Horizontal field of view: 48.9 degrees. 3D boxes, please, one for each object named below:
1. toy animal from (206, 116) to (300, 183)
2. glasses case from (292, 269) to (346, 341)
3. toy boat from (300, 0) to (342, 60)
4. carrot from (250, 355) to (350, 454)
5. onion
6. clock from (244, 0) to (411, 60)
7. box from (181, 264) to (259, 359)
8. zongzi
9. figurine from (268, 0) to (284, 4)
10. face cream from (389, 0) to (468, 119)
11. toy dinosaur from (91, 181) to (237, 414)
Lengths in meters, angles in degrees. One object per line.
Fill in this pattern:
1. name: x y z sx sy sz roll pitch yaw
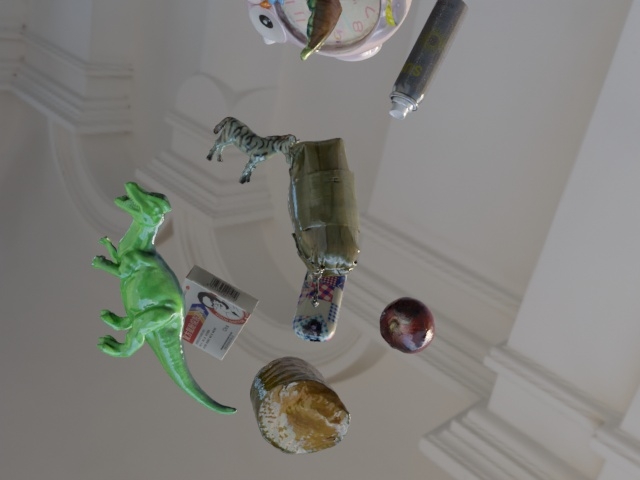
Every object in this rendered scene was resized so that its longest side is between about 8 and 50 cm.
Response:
1. toy animal: -0.191 -0.239 1.958 0.255 0.170 0.090 17 -170 6
2. glasses case: 0.002 0.170 2.072 0.125 0.076 0.327 12 -139 3
3. toy boat: -0.016 -0.448 1.319 0.099 0.108 0.293 -17 -125 4
4. carrot: -0.073 0.481 2.039 0.241 0.242 0.340 5 -171 -16
5. onion: 0.194 0.190 1.586 0.131 0.131 0.131 10 -156 -4
6. clock: 0.011 -0.585 1.572 0.376 0.368 0.250 3 -140 26
7. box: -0.336 0.226 2.118 0.214 0.353 0.069 30 -130 -4
8. zongzi: 0.000 0.000 1.875 0.181 0.418 0.447 -1 -111 -10
9. figurine: -0.100 -0.488 1.318 0.079 0.114 0.114 -22 -162 16
10. face cream: 0.224 -0.387 1.498 0.073 0.283 0.073 27 172 4
11. toy dinosaur: -0.315 0.139 1.618 0.500 0.374 0.144 33 -168 -11
